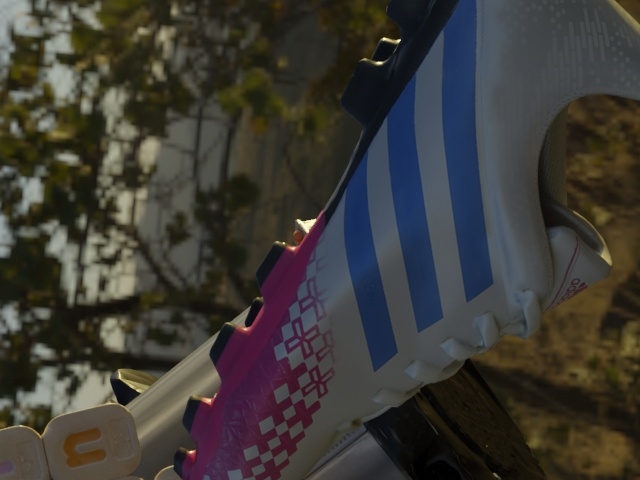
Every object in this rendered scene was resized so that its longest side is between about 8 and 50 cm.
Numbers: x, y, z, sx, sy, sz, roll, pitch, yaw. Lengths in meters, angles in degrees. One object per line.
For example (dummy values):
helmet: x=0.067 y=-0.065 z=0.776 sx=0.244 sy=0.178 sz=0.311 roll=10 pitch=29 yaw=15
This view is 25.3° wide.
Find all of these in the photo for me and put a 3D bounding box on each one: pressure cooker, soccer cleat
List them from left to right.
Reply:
pressure cooker: x=-0.033 y=0.257 z=1.361 sx=0.420 sy=0.375 sz=0.370 roll=-39 pitch=23 yaw=11
soccer cleat: x=0.045 y=0.025 z=0.660 sx=0.331 sy=0.143 sz=0.116 roll=-63 pitch=-3 yaw=25

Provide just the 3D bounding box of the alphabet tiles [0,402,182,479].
alphabet tiles: x=-0.177 y=0.272 z=1.060 sx=0.021 sy=0.278 sz=0.284 roll=142 pitch=114 yaw=-78

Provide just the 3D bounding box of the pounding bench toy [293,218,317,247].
pounding bench toy: x=0.000 y=0.000 z=1.521 sx=0.083 sy=0.065 sz=0.052 roll=-130 pitch=34 yaw=-55
